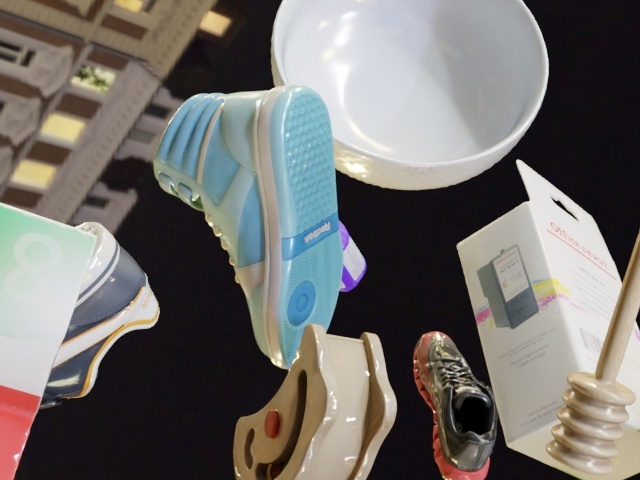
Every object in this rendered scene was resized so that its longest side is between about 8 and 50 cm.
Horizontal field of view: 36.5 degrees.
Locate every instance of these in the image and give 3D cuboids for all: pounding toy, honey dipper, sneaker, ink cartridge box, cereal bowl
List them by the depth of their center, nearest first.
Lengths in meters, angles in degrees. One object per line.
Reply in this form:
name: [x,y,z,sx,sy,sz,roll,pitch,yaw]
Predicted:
honey dipper: [0.132,0.020,0.415,0.030,0.030,0.161,23,-79,49]
ink cartridge box: [-0.294,0.074,0.748,0.056,0.181,0.225,142,-35,-71]
sneaker: [-0.306,0.120,0.961,0.321,0.127,0.126,-32,-143,8]
pounding toy: [0.010,0.217,1.012,0.269,0.155,0.154,-67,-152,21]
sneaker: [-0.090,-0.022,1.099,0.208,0.127,0.319,10,-72,32]
ink cartridge box: [0.287,0.095,1.179,0.119,0.207,0.353,-34,-136,30]
cereal bowl: [0.104,-0.203,1.226,0.141,0.339,0.339,101,-20,-63]
sneaker: [0.220,0.246,1.560,0.135,0.097,0.276,106,-19,-46]

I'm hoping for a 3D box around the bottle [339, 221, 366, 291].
bottle: [0.000,0.000,1.808,0.118,0.283,0.092,30,-103,29]
